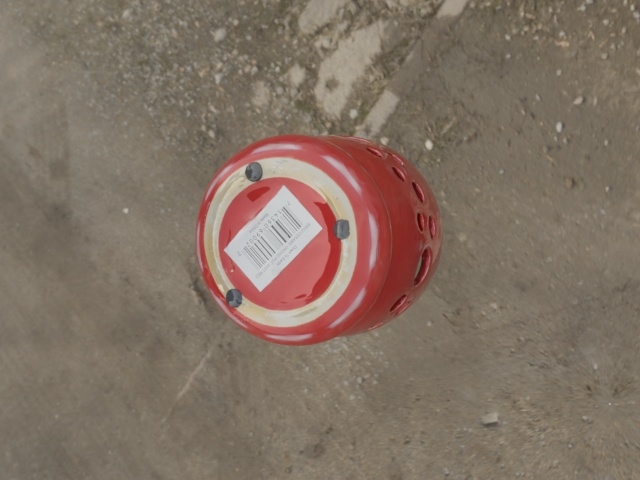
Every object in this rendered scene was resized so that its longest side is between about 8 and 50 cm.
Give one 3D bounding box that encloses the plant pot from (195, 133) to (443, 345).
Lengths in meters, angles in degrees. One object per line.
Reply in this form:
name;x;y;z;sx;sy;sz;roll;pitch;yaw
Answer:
plant pot;0.000;0.000;0.582;0.191;0.174;0.191;2;96;20
